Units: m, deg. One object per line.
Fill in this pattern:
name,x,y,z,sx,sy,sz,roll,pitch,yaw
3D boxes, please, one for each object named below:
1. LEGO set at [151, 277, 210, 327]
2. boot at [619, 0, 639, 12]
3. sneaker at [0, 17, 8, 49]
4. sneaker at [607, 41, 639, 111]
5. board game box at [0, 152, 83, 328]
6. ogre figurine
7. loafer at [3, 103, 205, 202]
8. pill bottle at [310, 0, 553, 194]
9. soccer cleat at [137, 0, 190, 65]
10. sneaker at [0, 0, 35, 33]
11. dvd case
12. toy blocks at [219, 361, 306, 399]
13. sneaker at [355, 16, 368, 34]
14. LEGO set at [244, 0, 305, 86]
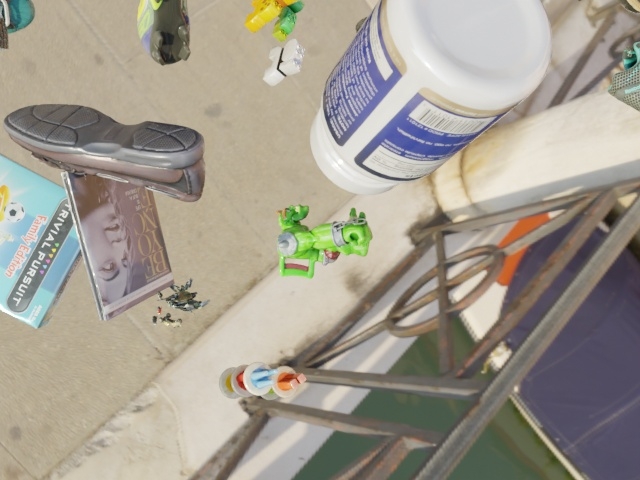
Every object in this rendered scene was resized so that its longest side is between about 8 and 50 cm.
LEGO set,-0.147,0.069,0.752,0.083,0.054,0.023,-43,141,-53
boot,0.316,-0.284,0.794,0.077,0.137,0.198,39,54,-16
sneaker,-0.592,-0.356,1.210,0.162,0.073,0.063,11,72,-62
sneaker,0.368,-0.199,0.786,0.076,0.065,0.166,30,61,21
board game box,-0.609,-0.027,1.361,0.336,0.079,0.254,28,87,-4
ogre figurine,0.000,0.000,0.966,0.118,0.197,0.097,-7,108,-5
loafer,-0.295,-0.114,0.992,0.109,0.302,0.095,-58,153,-48
pill bottle,0.088,-0.146,0.712,0.153,0.265,0.153,6,72,-18
soccer cleat,-0.248,-0.408,1.133,0.093,0.289,0.121,-18,58,-27
sneaker,-0.720,-0.455,1.469,0.302,0.121,0.108,-14,117,-34
dvd case,-0.296,-0.012,1.092,0.164,0.018,0.221,-32,115,-59
toy blocks,-0.080,0.226,1.177,0.123,0.148,0.054,8,72,-29
sneaker,0.231,-0.412,1.687,0.343,0.134,0.146,26,110,-9
LEGO set,-0.036,-0.338,1.007,0.087,0.093,0.227,34,58,-42
